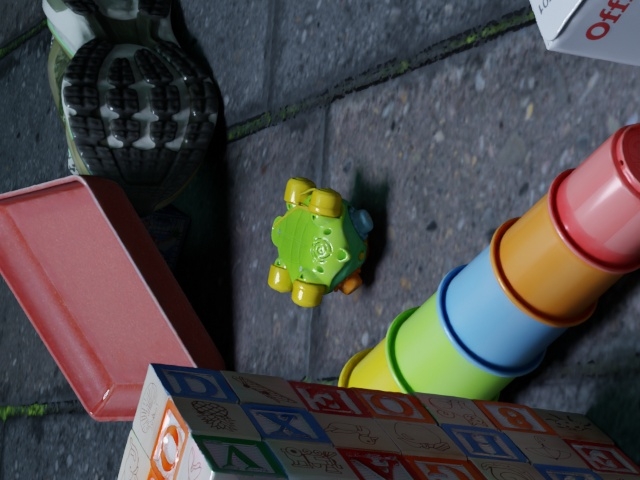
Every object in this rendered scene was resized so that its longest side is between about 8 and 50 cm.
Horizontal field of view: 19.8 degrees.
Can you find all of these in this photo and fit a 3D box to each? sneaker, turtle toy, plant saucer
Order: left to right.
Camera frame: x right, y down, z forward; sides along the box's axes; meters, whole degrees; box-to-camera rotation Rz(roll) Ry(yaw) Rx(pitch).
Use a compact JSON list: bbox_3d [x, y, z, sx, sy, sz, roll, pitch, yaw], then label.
[{"bbox_3d":[-0.204,0.051,1.730,0.258,0.048,0.259,-9,115,55],"label":"plant saucer"},{"bbox_3d":[-0.204,-0.121,1.865,0.410,0.158,0.182,-106,25,-53],"label":"sneaker"},{"bbox_3d":[0.000,0.000,1.462,0.130,0.066,0.095,28,109,64],"label":"turtle toy"}]

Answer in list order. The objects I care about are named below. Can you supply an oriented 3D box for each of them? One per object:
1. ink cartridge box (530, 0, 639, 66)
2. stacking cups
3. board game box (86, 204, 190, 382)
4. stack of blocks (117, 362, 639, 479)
[{"bbox_3d":[0.213,-0.152,0.914,0.139,0.191,0.082,-55,36,43],"label":"ink cartridge box"},{"bbox_3d":[0.120,0.031,1.171,0.316,0.096,0.096,-52,38,45],"label":"stacking cups"},{"bbox_3d":[-0.211,0.043,1.899,0.194,0.060,0.194,31,110,63],"label":"board game box"},{"bbox_3d":[0.053,0.158,1.036,0.171,0.297,0.087,47,124,60],"label":"stack of blocks"}]
